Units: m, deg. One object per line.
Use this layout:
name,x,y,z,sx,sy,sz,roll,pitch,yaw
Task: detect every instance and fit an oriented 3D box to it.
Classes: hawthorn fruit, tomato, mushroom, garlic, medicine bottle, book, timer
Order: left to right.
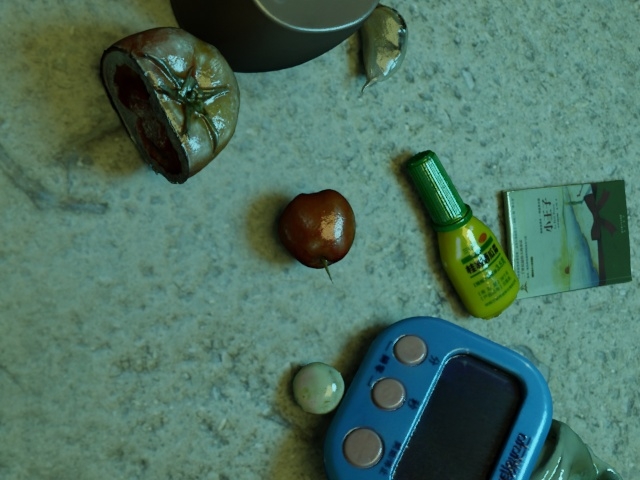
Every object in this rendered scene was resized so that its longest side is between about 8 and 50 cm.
tomato,-0.196,-0.207,1.474,0.155,0.180,0.214,-36,110,-30
hawthorn fruit,-0.007,-0.014,1.599,0.125,0.125,0.140,43,51,-22
mushroom,-0.003,0.233,1.635,0.083,0.067,0.084,-2,82,14
garlic,0.103,-0.314,1.698,0.084,0.066,0.152,-4,88,-1
timer,0.183,0.303,1.628,0.309,0.115,0.340,24,66,12
medicine bottle,0.235,-0.012,1.758,0.111,0.076,0.309,-38,106,-24
book,0.457,-0.005,1.903,0.289,0.026,0.201,-8,95,-28

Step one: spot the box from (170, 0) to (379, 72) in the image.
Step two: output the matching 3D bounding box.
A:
box,-0.053,-0.397,1.527,0.301,0.216,0.301,0,90,-30

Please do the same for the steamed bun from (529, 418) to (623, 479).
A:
steamed bun,0.380,0.476,1.738,0.342,0.255,0.368,-46,108,-18
